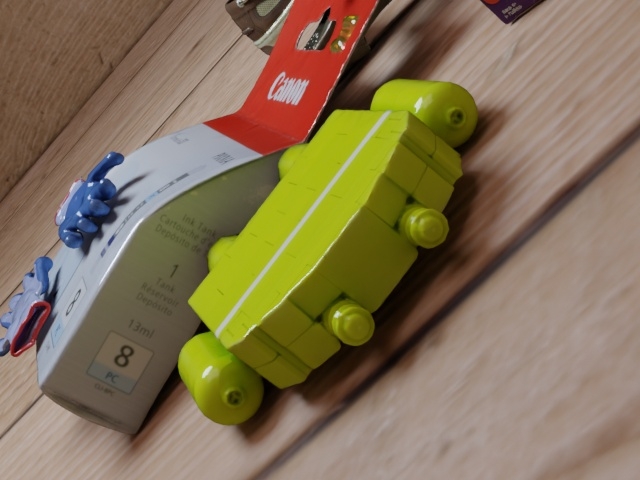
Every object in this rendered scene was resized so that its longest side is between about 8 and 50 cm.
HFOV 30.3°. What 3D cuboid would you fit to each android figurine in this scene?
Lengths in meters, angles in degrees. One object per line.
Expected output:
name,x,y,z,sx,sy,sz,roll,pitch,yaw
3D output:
android figurine,0.000,0.000,0.715,0.248,0.056,0.273,-53,17,-5

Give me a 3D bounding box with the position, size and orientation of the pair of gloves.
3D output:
pair of gloves,-0.219,0.014,0.985,0.198,0.023,0.159,-61,19,-5

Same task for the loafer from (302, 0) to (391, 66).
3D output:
loafer,0.017,-0.168,1.026,0.148,0.050,0.056,-61,14,18

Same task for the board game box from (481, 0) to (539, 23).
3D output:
board game box,0.222,-0.314,0.807,0.208,0.056,0.347,-38,21,48

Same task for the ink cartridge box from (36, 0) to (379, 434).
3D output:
ink cartridge box,-0.110,-0.063,0.984,0.385,0.091,0.308,-61,17,2

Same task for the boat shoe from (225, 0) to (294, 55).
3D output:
boat shoe,-0.008,-0.333,1.331,0.257,0.095,0.095,-49,17,6
